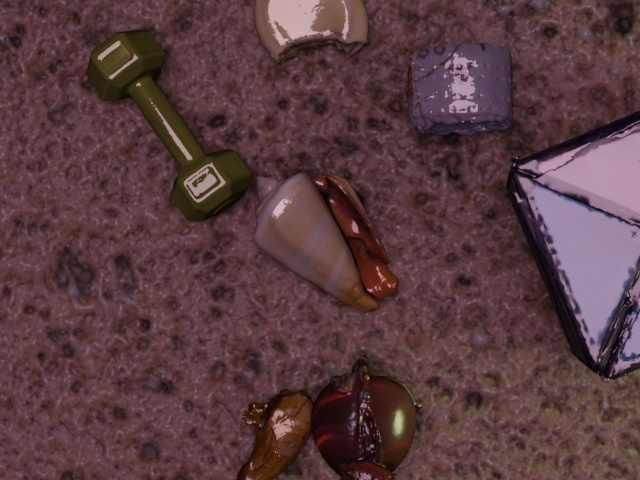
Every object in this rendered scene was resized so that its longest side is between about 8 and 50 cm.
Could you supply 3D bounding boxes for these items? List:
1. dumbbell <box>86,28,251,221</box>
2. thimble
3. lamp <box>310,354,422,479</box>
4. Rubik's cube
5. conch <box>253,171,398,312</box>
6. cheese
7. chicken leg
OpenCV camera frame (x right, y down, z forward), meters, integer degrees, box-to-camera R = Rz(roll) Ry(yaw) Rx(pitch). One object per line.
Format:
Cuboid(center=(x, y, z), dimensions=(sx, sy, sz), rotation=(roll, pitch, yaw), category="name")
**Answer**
Cuboid(center=(-0.225, -0.171, 1.858), dimensions=(0.121, 0.108, 0.302), rotation=(-35, 84, 4), category="dumbbell")
Cuboid(center=(0.200, -0.214, 1.800), dimensions=(0.151, 0.127, 0.118), rotation=(-2, 86, 12), category="thimble")
Cuboid(center=(0.056, 0.286, 1.788), dimensions=(0.151, 0.215, 0.223), rotation=(12, 63, 14), category="lamp")
Cuboid(center=(0.440, -0.009, 1.672), dimensions=(0.307, 0.310, 0.305), rotation=(-23, 84, 7), category="Rubik's cube")
Cuboid(center=(-0.007, 0.000, 1.837), dimensions=(0.158, 0.127, 0.255), rotation=(-42, 107, -25), category="conch")
Cuboid(center=(-0.036, -0.376, 1.864), dimensions=(0.163, 0.071, 0.249), rotation=(-25, 84, 5), category="cheese")
Cuboid(center=(-0.085, 0.307, 1.834), dimensions=(0.101, 0.085, 0.207), rotation=(30, 89, 6), category="chicken leg")
